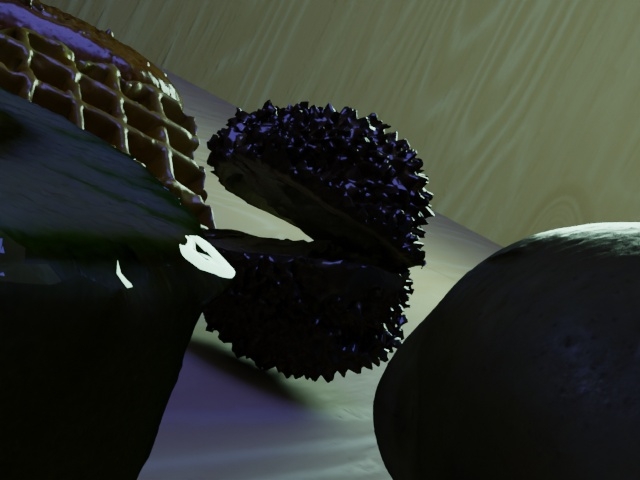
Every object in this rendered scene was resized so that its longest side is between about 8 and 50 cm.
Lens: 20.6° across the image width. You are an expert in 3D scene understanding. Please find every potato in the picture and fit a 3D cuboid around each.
[{"bbox_3d":[0.173,0.104,0.856,0.243,0.221,0.326,-21,20,-12],"label":"potato"}]

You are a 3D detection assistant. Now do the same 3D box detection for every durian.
[{"bbox_3d":[0.000,0.000,1.185,0.167,0.196,0.196,30,7,41],"label":"durian"}]

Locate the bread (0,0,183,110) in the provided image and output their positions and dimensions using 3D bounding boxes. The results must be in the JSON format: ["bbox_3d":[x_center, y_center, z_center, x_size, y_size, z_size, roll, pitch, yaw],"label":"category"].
[{"bbox_3d":[-0.251,-0.133,1.460,0.268,0.145,0.268,27,3,-1],"label":"bread"}]

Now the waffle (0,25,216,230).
[{"bbox_3d":[-0.179,-0.063,1.253,0.219,0.057,0.229,28,28,-30],"label":"waffle"}]

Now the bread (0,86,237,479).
[{"bbox_3d":[-0.231,-0.016,0.684,0.382,0.129,0.366,26,9,8],"label":"bread"}]
